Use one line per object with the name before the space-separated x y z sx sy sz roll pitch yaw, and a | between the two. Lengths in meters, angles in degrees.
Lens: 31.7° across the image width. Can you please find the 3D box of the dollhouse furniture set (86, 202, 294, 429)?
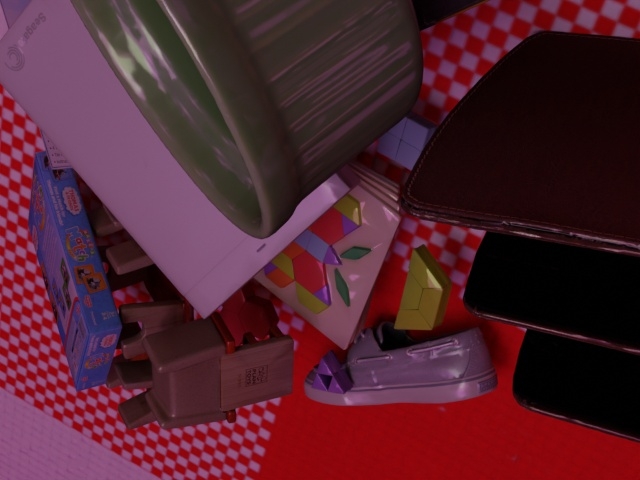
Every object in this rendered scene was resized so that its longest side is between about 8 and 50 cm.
dollhouse furniture set | -0.142 0.076 1.161 0.259 0.135 0.262 -131 36 -49

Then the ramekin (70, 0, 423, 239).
ramekin | -0.064 -0.166 0.779 0.303 0.148 0.303 52 167 17

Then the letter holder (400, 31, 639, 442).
letter holder | 0.197 -0.022 0.819 0.214 0.302 0.152 12 126 23

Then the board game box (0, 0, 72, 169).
board game box | -0.153 -0.231 1.013 0.318 0.066 0.318 -2 112 31

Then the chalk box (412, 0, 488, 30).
chalk box | 0.099 -0.271 0.787 0.289 0.179 0.180 -15 113 43

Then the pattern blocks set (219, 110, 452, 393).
pattern blocks set | 0.000 0.000 1.083 0.285 0.026 0.325 23 121 32

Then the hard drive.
hard drive | -0.136 -0.105 0.985 0.307 0.040 0.203 49 121 0

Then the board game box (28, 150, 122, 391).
board game box | -0.265 0.033 1.198 0.212 0.039 0.160 68 155 21

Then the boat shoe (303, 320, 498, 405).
boat shoe | 0.075 0.121 1.147 0.227 0.079 0.081 -8 92 39
